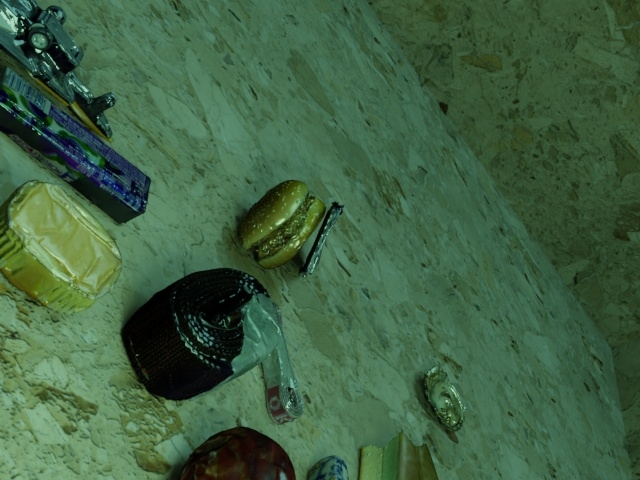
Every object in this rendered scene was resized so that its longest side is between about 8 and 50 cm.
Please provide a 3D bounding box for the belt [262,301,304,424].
[{"bbox_3d":[-0.084,0.222,1.756,0.071,0.053,0.232,23,46,-52],"label":"belt"}]

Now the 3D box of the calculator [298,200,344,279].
[{"bbox_3d":[0.001,0.000,1.928,0.028,0.166,0.274,26,1,-1],"label":"calculator"}]

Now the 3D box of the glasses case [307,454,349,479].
[{"bbox_3d":[0.012,0.485,1.637,0.065,0.087,0.248,33,37,-25],"label":"glasses case"}]

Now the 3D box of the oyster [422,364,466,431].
[{"bbox_3d":[0.294,0.388,2.291,0.177,0.056,0.105,50,40,-23],"label":"oyster"}]

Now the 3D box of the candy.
[{"bbox_3d":[-0.401,-0.145,1.515,0.312,0.061,0.088,41,34,-35],"label":"candy"}]

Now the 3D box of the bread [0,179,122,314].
[{"bbox_3d":[-0.379,0.015,1.348,0.190,0.114,0.132,44,40,-16],"label":"bread"}]

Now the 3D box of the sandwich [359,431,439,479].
[{"bbox_3d":[0.141,0.478,1.861,0.220,0.108,0.186,11,56,-55],"label":"sandwich"}]

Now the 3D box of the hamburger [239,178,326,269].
[{"bbox_3d":[-0.082,-0.031,1.870,0.118,0.182,0.191,38,40,-12],"label":"hamburger"}]

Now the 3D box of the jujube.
[{"bbox_3d":[-0.122,0.390,1.377,0.183,0.183,0.243,42,31,-36],"label":"jujube"}]

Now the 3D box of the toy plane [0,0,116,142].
[{"bbox_3d":[-0.425,-0.287,1.558,0.316,0.103,0.204,48,29,-28],"label":"toy plane"}]

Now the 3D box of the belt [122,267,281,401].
[{"bbox_3d":[-0.174,0.140,1.542,0.184,0.164,0.289,56,25,6],"label":"belt"}]
